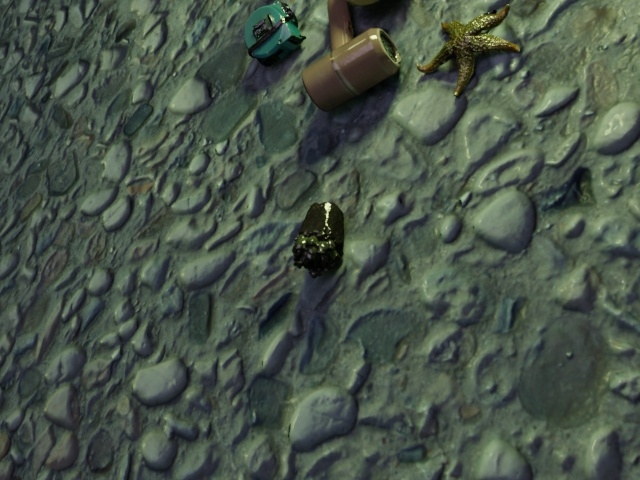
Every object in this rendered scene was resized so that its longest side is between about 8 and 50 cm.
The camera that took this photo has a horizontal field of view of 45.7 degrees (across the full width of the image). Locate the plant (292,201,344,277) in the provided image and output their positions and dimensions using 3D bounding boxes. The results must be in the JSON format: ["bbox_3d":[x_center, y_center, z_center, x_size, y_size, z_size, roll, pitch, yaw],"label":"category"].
[{"bbox_3d":[0.000,0.000,1.459,0.092,0.094,0.143,1,58,24],"label":"plant"}]

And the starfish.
[{"bbox_3d":[0.274,-0.356,1.440,0.208,0.053,0.175,-3,77,44],"label":"starfish"}]

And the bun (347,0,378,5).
[{"bbox_3d":[0.113,-0.595,1.600,0.193,0.128,0.178,-21,44,9],"label":"bun"}]

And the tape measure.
[{"bbox_3d":[-0.114,-0.486,1.784,0.146,0.081,0.125,-34,69,26],"label":"tape measure"}]

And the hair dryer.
[{"bbox_3d":[0.056,-0.447,1.628,0.189,0.107,0.344,-27,49,27],"label":"hair dryer"}]
